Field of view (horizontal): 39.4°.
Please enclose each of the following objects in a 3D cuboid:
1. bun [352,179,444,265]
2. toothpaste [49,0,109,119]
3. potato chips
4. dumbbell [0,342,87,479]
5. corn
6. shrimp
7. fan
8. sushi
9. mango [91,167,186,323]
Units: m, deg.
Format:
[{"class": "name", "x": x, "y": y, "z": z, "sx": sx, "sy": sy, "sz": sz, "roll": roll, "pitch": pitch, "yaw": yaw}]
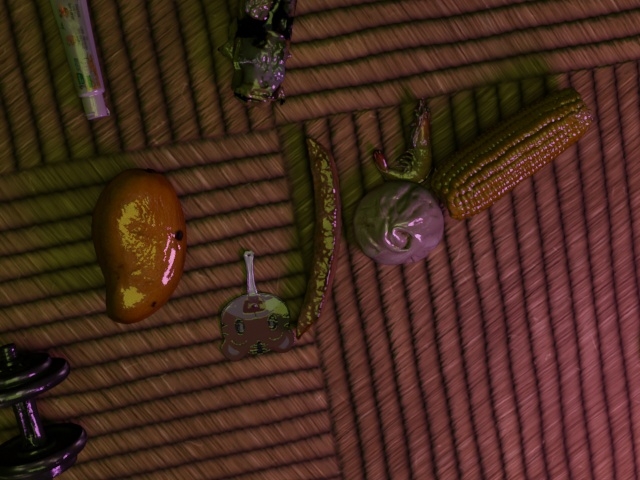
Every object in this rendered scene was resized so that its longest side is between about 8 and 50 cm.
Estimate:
[{"class": "bun", "x": 0.155, "y": -0.030, "z": 1.763, "sx": 0.183, "sy": 0.102, "sz": 0.183, "roll": -1, "pitch": 104, "yaw": -5}, {"class": "toothpaste", "x": -0.451, "y": -0.381, "z": 1.650, "sx": 0.056, "sy": 0.058, "sz": 0.314, "roll": -6, "pitch": 100, "yaw": 38}, {"class": "potato chips", "x": 0.000, "y": 0.000, "z": 1.775, "sx": 0.080, "sy": 0.057, "sz": 0.407, "roll": 5, "pitch": 100, "yaw": 5}, {"class": "dumbbell", "x": -0.552, "y": 0.332, "z": 1.692, "sx": 0.192, "sy": 0.192, "sz": 0.290, "roll": -13, "pitch": 101, "yaw": -5}, {"class": "corn", "x": 0.376, "y": -0.172, "z": 1.757, "sx": 0.344, "sy": 0.131, "sz": 0.131, "roll": -33, "pitch": 103, "yaw": -1}, {"class": "shrimp", "x": 0.164, "y": -0.193, "z": 1.774, "sx": 0.124, "sy": 0.034, "sz": 0.178, "roll": -5, "pitch": 110, "yaw": -4}, {"class": "fan", "x": -0.136, "y": 0.130, "z": 1.804, "sx": 0.153, "sy": 0.008, "sz": 0.226, "roll": -7, "pitch": 102, "yaw": -5}, {"class": "sushi", "x": -0.112, "y": -0.394, "z": 1.655, "sx": 0.139, "sy": 0.131, "sz": 0.291, "roll": 7, "pitch": 107, "yaw": -10}, {"class": "mango", "x": -0.344, "y": 0.008, "z": 1.701, "sx": 0.177, "sy": 0.120, "sz": 0.295, "roll": 0, "pitch": 102, "yaw": -16}]
